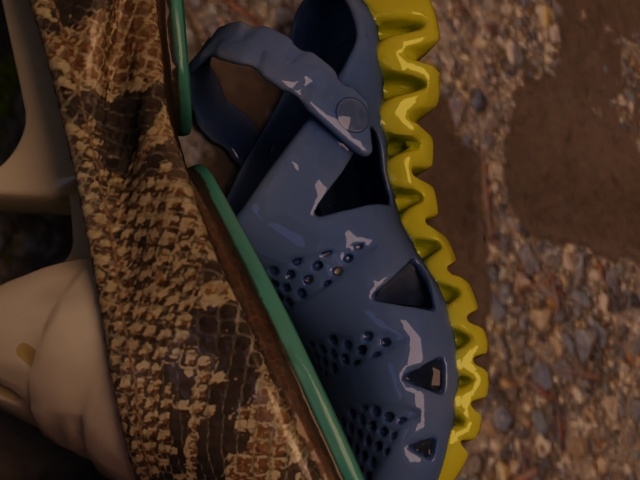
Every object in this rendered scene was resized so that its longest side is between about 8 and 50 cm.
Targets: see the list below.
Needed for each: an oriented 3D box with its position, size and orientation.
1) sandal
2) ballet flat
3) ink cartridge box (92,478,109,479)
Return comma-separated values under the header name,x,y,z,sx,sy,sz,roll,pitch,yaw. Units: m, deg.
name,x,y,z,sx,sy,sz,roll,pitch,yaw
sandal,0.000,0.000,0.982,0.138,0.126,0.317,2,68,-32
ballet flat,-0.115,-0.029,0.875,0.182,0.164,0.482,-14,72,-8
ink cartridge box,-0.057,0.297,0.886,0.176,0.069,0.370,-3,81,-37
